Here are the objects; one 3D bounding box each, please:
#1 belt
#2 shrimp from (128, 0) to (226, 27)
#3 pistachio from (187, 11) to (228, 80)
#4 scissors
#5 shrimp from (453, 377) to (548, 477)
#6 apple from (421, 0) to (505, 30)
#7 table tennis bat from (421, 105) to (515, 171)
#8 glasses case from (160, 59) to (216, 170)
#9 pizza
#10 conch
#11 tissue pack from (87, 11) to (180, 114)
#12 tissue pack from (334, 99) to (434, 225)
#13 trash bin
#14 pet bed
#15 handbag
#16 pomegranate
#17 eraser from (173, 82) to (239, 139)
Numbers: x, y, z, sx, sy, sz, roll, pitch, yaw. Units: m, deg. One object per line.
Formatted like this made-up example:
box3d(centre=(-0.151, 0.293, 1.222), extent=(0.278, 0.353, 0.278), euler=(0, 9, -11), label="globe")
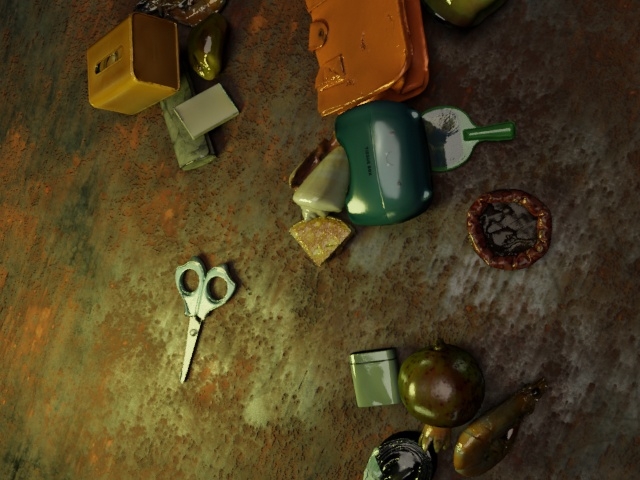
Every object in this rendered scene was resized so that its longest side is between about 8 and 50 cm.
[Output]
box3d(centre=(0.187, 0.551, 1.381), extent=(0.151, 0.078, 0.198), euler=(40, 101, 15), label="belt")
box3d(centre=(-0.402, -0.678, 1.653), extent=(0.317, 0.062, 0.164), euler=(-18, 84, 15), label="shrimp")
box3d(centre=(-0.316, -0.543, 1.594), extent=(0.110, 0.100, 0.189), euler=(11, 93, 15), label="pistachio")
box3d(centre=(-0.349, 0.227, 1.607), extent=(0.191, 0.029, 0.360), euler=(15, 92, 18), label="scissors")
box3d(centre=(0.417, 0.428, 1.303), extent=(0.287, 0.063, 0.152), euler=(-38, 117, -7), label="shrimp")
box3d(centre=(0.332, -0.602, 1.345), extent=(0.207, 0.174, 0.188), euler=(-32, 80, -1), label="apple")
box3d(centre=(0.337, -0.251, 1.391), extent=(0.257, 0.039, 0.160), euler=(-3, 89, 21), label="table tennis bat")
box3d(centre=(-0.389, -0.353, 1.632), extent=(0.114, 0.060, 0.299), euler=(-22, 80, 16), label="glasses case")
box3d(centre=(0.000, -0.001, 1.488), extent=(0.175, 0.046, 0.134), euler=(11, 90, 19), label="pizza")
box3d(centre=(0.023, -0.153, 1.467), extent=(0.158, 0.127, 0.255), euler=(23, 70, 43), label="conch")
box3d(centre=(-0.518, -0.477, 1.587), extent=(0.274, 0.145, 0.194), euler=(-8, 86, 46), label="tissue pack")
box3d(centre=(0.164, -0.181, 1.355), extent=(0.206, 0.198, 0.287), euler=(-7, 89, 25), label="tissue pack")
box3d(centre=(0.137, 0.335, 1.418), extent=(0.116, 0.059, 0.130), euler=(-11, 85, 19), label="trash bin")
box3d(centre=(0.437, -0.026, 1.336), extent=(0.201, 0.053, 0.201), euler=(1, 92, 17), label="pet bed")
box3d(centre=(0.097, -0.525, 1.396), extent=(0.303, 0.116, 0.410), euler=(-12, 83, 41), label="handbag")
box3d(centre=(0.258, 0.351, 1.304), extent=(0.198, 0.198, 0.246), euler=(34, 97, 17), label="pomegranate")
box3d(centre=(-0.313, -0.355, 1.586), extent=(0.150, 0.023, 0.104), euler=(-33, 84, -13), label="eraser")
